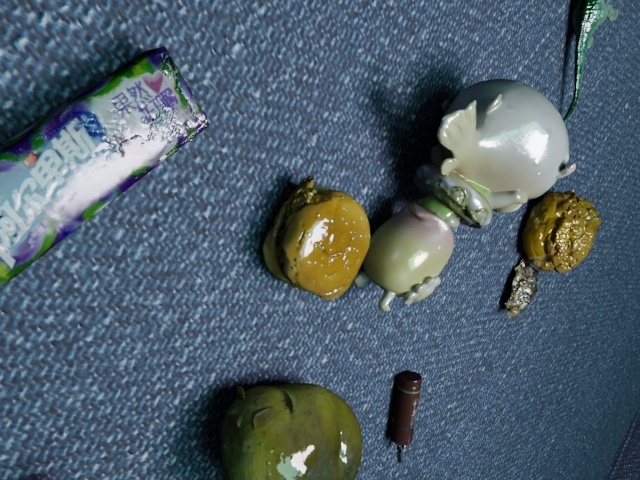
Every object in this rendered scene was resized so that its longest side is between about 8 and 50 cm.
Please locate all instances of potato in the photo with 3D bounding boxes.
[{"bbox_3d":[-0.033,0.274,0.693,0.248,0.143,0.170,23,77,-55],"label":"potato"}]

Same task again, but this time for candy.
[{"bbox_3d":[-0.232,-0.051,0.444,0.312,0.061,0.088,-45,127,-25],"label":"candy"}]

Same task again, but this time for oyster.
[{"bbox_3d":[0.457,0.112,1.177,0.148,0.051,0.103,-57,133,-14],"label":"oyster"}]

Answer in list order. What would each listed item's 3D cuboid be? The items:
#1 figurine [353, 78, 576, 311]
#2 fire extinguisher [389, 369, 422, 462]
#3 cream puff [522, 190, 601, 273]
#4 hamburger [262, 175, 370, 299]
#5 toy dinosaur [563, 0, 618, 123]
[{"bbox_3d":[0.186,-0.076,0.766,0.394,0.226,0.274,-50,147,-3],"label":"figurine"},{"bbox_3d":[0.153,0.318,0.956,0.064,0.043,0.158,-69,167,-77],"label":"fire extinguisher"},{"bbox_3d":[0.537,-0.018,1.153,0.189,0.129,0.189,-14,111,-41],"label":"cream puff"},{"bbox_3d":[0.000,0.000,0.674,0.147,0.083,0.138,38,72,-47],"label":"hamburger"},{"bbox_3d":[0.572,-0.425,1.101,0.129,0.076,0.383,-20,113,-32],"label":"toy dinosaur"}]
